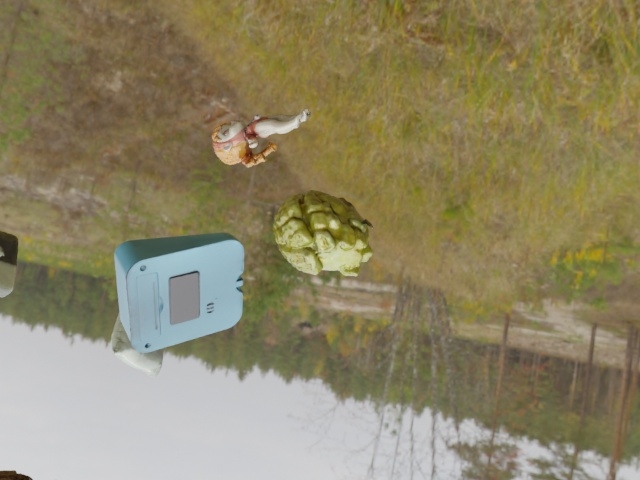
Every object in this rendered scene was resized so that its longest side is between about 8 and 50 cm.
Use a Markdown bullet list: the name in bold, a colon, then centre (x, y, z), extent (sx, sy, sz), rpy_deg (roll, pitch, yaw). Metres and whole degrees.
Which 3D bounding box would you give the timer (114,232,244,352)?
- **timer**: centre (-0.284, 0.096, 1.372), extent (0.249, 0.232, 0.091), rpy_deg (-11, -146, -26)

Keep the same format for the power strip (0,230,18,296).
- **power strip**: centre (-0.417, 0.016, 0.619), extent (0.256, 0.070, 0.105), rpy_deg (-1, 171, 6)

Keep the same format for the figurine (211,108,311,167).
- **figurine**: centre (-0.057, -0.099, 0.633), extent (0.109, 0.047, 0.064), rpy_deg (-12, -158, 35)

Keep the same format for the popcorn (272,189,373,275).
- **popcorn**: centre (0.007, -0.009, 1.099), extent (0.173, 0.142, 0.173), rpy_deg (33, 179, 1)

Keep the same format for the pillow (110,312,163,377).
- **pillow**: centre (-0.479, 0.263, 1.754), extent (0.078, 0.144, 0.254), rpy_deg (2, 156, 12)

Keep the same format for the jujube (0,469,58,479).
- **jujube**: centre (-0.496, 0.471, 1.052), extent (0.232, 0.213, 0.213), rpy_deg (2, 166, 29)
